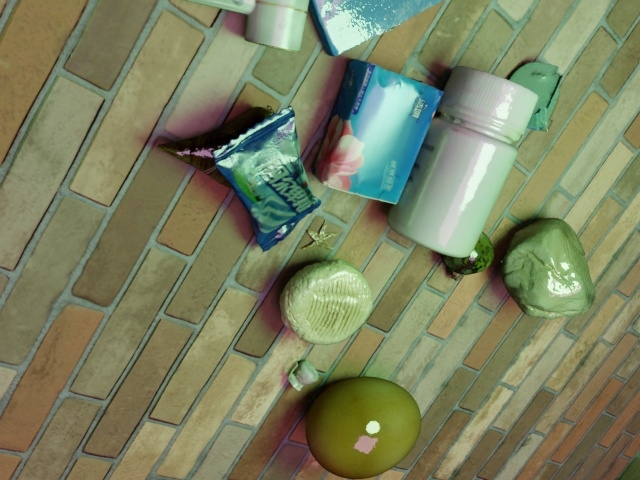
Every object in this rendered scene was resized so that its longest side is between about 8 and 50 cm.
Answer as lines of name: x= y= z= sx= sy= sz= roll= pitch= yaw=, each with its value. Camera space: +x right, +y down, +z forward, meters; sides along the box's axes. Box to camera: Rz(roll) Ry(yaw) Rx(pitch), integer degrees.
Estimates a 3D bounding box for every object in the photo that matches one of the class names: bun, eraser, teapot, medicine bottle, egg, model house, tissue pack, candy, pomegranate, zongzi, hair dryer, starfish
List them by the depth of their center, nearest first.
hair dryer: x=-0.193 y=-0.455 z=0.991 sx=0.358 sy=0.107 sz=0.172 roll=5 pitch=108 yaw=-19
zongzi: x=-0.193 y=-0.214 z=1.097 sx=0.184 sy=0.084 sz=0.187 roll=28 pitch=98 yaw=-37
eraser: x=0.128 y=-0.505 z=1.130 sx=0.312 sy=0.042 sz=0.144 roll=-30 pitch=122 yaw=-9
candy: x=-0.094 y=-0.116 z=1.138 sx=0.187 sy=0.077 sz=0.331 roll=-38 pitch=145 yaw=-14
tissue pack: x=0.124 y=-0.229 z=1.201 sx=0.209 sy=0.137 sz=0.269 roll=12 pitch=107 yaw=-29
medicine bottle: x=0.314 y=-0.174 z=1.262 sx=0.219 sy=0.219 sz=0.388 roll=12 pitch=108 yaw=-28
bun: x=0.007 y=0.141 z=1.324 sx=0.221 sy=0.134 sz=0.220 roll=-6 pitch=116 yaw=-13
starfish: x=0.000 y=0.000 z=1.326 sx=0.086 sy=0.016 sz=0.092 roll=-44 pitch=125 yaw=3
model house: x=0.518 y=-0.329 z=1.357 sx=0.148 sy=0.120 sz=0.149 roll=-63 pitch=146 yaw=-11
teapot: x=-0.051 y=0.345 z=1.435 sx=0.064 sy=0.064 sz=0.083 roll=-41 pitch=127 yaw=8
pomegranate: x=0.370 y=0.033 z=1.456 sx=0.138 sy=0.163 sz=0.125 roll=-21 pitch=82 yaw=-30
egg: x=0.116 y=0.482 z=1.459 sx=0.323 sy=0.250 sz=0.250 roll=-4 pitch=115 yaw=-27
bun: x=0.594 y=0.080 z=1.497 sx=0.205 sy=0.281 sz=0.281 roll=-26 pitch=128 yaw=30
